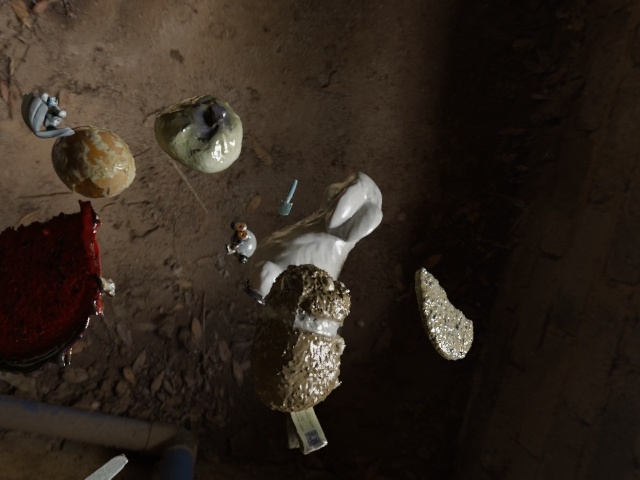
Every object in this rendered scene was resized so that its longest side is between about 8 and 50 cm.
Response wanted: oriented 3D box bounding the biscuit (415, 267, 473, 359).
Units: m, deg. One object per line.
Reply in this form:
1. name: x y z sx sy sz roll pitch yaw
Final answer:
1. biscuit: 0.259 0.176 1.064 0.032 0.133 0.250 -16 133 34

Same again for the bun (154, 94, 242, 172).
1. bun: -0.360 -0.339 1.566 0.272 0.168 0.273 12 56 -19

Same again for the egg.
1. egg: -0.612 -0.211 1.377 0.233 0.195 0.195 20 96 8

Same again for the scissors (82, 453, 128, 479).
1. scissors: -0.177 0.172 0.247 0.189 0.015 0.100 -37 94 -32

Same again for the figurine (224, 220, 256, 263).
1. figurine: -0.257 0.001 1.640 0.093 0.197 0.147 -15 74 -1

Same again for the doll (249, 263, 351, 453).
1. doll: -0.029 0.135 0.602 0.114 0.105 0.222 -4 105 -50

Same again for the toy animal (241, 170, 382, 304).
1. toy animal: 0.000 0.000 1.078 0.193 0.258 0.357 38 85 4

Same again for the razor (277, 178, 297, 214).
1. razor: -0.102 -0.154 1.720 0.040 0.068 0.135 23 54 -5

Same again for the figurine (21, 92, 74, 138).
1. figurine: -0.519 -0.239 0.977 0.082 0.094 0.086 -25 113 -51

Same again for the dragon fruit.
1. dragon fruit: -0.521 0.108 0.921 0.343 0.100 0.283 -15 73 7
